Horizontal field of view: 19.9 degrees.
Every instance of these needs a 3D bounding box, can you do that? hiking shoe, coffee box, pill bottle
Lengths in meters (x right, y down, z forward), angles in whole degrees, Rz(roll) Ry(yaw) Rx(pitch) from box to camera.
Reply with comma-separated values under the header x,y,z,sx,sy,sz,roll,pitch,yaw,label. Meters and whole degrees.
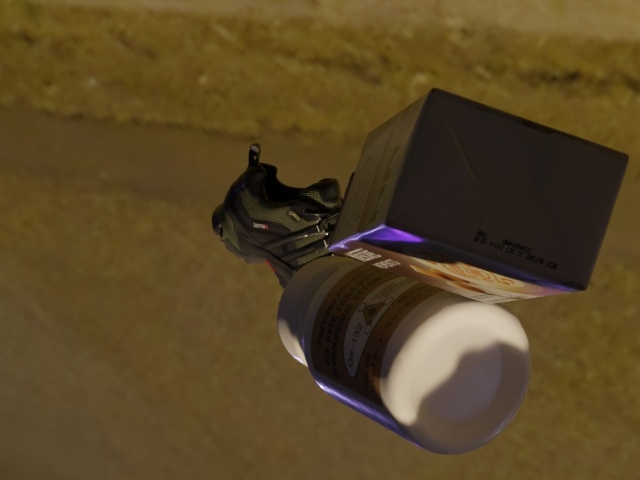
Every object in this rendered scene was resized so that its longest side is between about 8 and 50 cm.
x,y,z,sx,sy,sz,roll,pitch,yaw,label
0.000,0.000,1.819,0.227,0.086,0.114,32,122,9,hiking shoe
0.100,-0.024,1.265,0.141,0.098,0.246,19,174,-8,coffee box
0.060,0.083,1.505,0.131,0.131,0.229,44,169,-29,pill bottle
